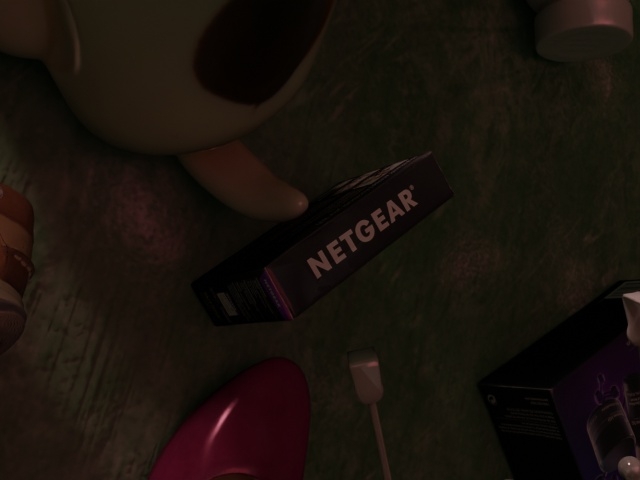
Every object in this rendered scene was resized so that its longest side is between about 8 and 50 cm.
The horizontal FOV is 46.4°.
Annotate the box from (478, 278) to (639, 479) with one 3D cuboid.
[{"bbox_3d":[0.312,0.173,0.781,0.261,0.103,0.184,-26,100,-32],"label":"box"}]

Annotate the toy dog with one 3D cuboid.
[{"bbox_3d":[-0.068,-0.204,0.414,0.284,0.407,0.396,-16,92,-32],"label":"toy dog"}]

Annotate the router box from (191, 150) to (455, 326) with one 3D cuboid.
[{"bbox_3d":[0.000,0.000,0.590,0.179,0.133,0.046,-36,101,-30],"label":"router box"}]

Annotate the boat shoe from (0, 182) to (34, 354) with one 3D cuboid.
[{"bbox_3d":[-0.321,-0.027,0.415,0.324,0.123,0.117,23,55,-24],"label":"boat shoe"}]

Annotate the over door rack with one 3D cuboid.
[{"bbox_3d":[0.163,0.196,0.606,0.239,0.108,0.325,-12,110,-1],"label":"over door rack"}]

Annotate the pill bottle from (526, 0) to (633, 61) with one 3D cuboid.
[{"bbox_3d":[0.283,-0.319,0.818,0.121,0.121,0.221,6,80,-31],"label":"pill bottle"}]

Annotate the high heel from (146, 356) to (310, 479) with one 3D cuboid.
[{"bbox_3d":[-0.063,0.253,0.486,0.127,0.181,0.378,30,69,-25],"label":"high heel"}]
